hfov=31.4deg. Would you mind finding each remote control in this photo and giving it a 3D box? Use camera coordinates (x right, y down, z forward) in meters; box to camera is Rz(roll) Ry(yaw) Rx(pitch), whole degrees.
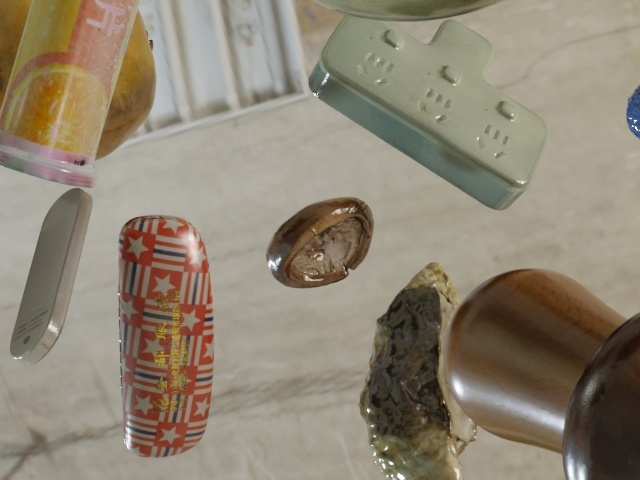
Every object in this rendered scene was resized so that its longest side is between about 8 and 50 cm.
[{"bbox_3d":[-0.306,0.036,1.301,0.077,0.022,0.245,-30,-141,32],"label":"remote control"}]

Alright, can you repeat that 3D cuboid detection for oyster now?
[{"bbox_3d":[0.119,0.160,1.396,0.166,0.110,0.341,-12,-126,41],"label":"oyster"}]

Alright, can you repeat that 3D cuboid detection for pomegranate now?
[{"bbox_3d":[-0.357,-0.228,1.498,0.307,0.307,0.307,-16,-161,6],"label":"pomegranate"}]

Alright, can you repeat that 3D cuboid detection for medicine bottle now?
[{"bbox_3d":[-0.195,-0.264,1.010,0.108,0.426,0.108,17,-173,-2],"label":"medicine bottle"}]

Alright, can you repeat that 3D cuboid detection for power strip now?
[{"bbox_3d":[0.132,-0.167,1.256,0.059,0.265,0.193,-55,-175,49],"label":"power strip"}]

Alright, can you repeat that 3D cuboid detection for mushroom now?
[{"bbox_3d":[0.000,0.000,1.176,0.123,0.123,0.052,-24,-123,-18],"label":"mushroom"}]

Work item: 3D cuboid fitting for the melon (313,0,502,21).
[{"bbox_3d":[0.075,-0.272,0.695,0.330,0.268,0.268,-40,-159,-1],"label":"melon"}]

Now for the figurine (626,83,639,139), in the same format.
[{"bbox_3d":[0.336,-0.092,1.042,0.077,0.136,0.079,7,144,-46],"label":"figurine"}]

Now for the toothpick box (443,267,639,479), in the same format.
[{"bbox_3d":[0.225,0.121,0.895,0.192,0.192,0.294,-24,-161,-18],"label":"toothpick box"}]

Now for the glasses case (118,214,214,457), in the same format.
[{"bbox_3d":[-0.118,0.077,0.879,0.073,0.194,0.049,-3,-164,-13],"label":"glasses case"}]
